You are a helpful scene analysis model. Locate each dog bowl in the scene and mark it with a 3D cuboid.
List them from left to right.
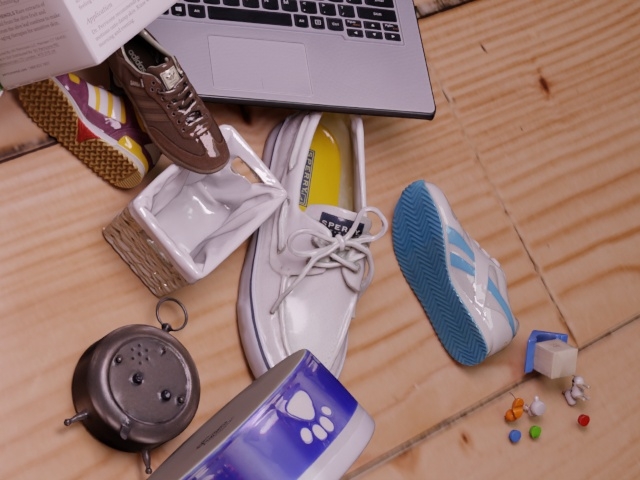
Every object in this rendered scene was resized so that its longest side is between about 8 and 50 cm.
[{"bbox_3d":[-0.076,0.231,1.649,0.104,0.265,0.265,49,53,-3],"label":"dog bowl"}]

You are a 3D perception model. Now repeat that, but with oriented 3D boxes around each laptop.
[{"bbox_3d":[-0.043,-0.377,1.882,0.381,0.236,0.408,3,55,-17],"label":"laptop"}]

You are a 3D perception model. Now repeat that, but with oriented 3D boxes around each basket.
[{"bbox_3d":[-0.139,-0.029,1.816,0.113,0.103,0.167,50,54,-6],"label":"basket"}]

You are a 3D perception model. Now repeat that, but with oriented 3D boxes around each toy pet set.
[{"bbox_3d":[0.267,0.174,2.032,0.122,0.065,0.114,-7,109,-31],"label":"toy pet set"}]

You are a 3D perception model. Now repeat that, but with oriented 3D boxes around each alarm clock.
[{"bbox_3d":[-0.184,0.138,1.749,0.129,0.064,0.192,33,53,-17],"label":"alarm clock"}]

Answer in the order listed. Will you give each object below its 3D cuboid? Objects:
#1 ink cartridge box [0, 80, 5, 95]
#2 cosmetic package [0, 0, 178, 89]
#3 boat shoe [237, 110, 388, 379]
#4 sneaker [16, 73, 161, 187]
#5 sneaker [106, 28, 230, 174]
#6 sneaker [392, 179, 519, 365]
[{"bbox_3d":[-0.362,-0.167,1.728,0.062,0.109,0.209,33,56,-16],"label":"ink cartridge box"},{"bbox_3d":[-0.293,-0.360,1.628,0.197,0.155,0.366,-46,117,-44],"label":"cosmetic package"},{"bbox_3d":[0.008,0.001,1.863,0.135,0.156,0.367,19,61,-25],"label":"boat shoe"},{"bbox_3d":[-0.252,-0.143,1.821,0.185,0.069,0.084,46,45,-15],"label":"sneaker"},{"bbox_3d":[-0.163,-0.152,1.752,0.066,0.071,0.188,-38,82,-22],"label":"sneaker"},{"bbox_3d":[0.162,0.032,2.001,0.092,0.087,0.229,-23,91,-44],"label":"sneaker"}]
